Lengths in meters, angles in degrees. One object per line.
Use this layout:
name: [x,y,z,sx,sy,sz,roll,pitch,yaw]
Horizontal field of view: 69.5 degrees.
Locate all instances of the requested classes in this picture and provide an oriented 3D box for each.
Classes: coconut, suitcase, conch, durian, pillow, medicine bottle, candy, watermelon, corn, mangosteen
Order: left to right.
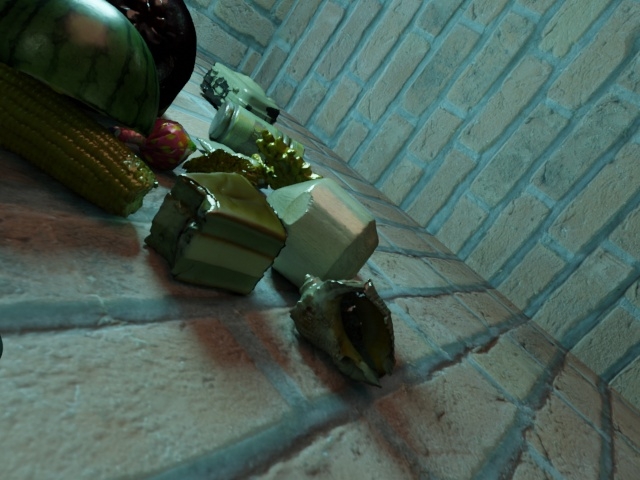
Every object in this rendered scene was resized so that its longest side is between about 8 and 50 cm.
corn: [-0.441,-0.169,0.783,0.344,0.131,0.131,36,16,-9]
watermelon: [-0.413,-0.338,0.824,0.330,0.190,0.331,31,9,-6]
mangosteen: [-0.521,-0.489,1.153,0.434,0.383,0.381,6,-11,46]
candy: [-0.441,-0.230,1.001,0.124,0.124,0.365,45,26,28]
durian: [-0.238,-0.156,1.155,0.250,0.182,0.138,-73,144,-76]
pillow: [-0.272,-0.239,1.438,0.229,0.050,0.148,41,13,24]
suitcase: [-0.352,-0.659,2.158,0.351,0.194,0.339,47,17,31]
medicine bottle: [-0.228,-0.357,1.661,0.322,0.151,0.151,27,19,-28]
coconut: [-0.013,-0.017,1.034,0.266,0.237,0.237,44,17,4]
conch: [0.055,0.154,0.838,0.162,0.178,0.245,-26,75,-28]

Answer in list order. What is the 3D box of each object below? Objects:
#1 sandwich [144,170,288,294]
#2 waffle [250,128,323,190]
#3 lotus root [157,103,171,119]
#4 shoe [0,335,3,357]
sandwich: [-0.206,-0.040,0.844,0.198,0.155,0.227,20,23,-44]
waffle: [-0.094,-0.173,1.289,0.259,0.069,0.293,41,-13,-4]
lotus root: [-0.479,-0.459,1.405,0.074,0.260,0.170,26,51,-31]
shoe: [-0.379,0.026,0.440,0.241,0.093,0.108,44,20,19]
